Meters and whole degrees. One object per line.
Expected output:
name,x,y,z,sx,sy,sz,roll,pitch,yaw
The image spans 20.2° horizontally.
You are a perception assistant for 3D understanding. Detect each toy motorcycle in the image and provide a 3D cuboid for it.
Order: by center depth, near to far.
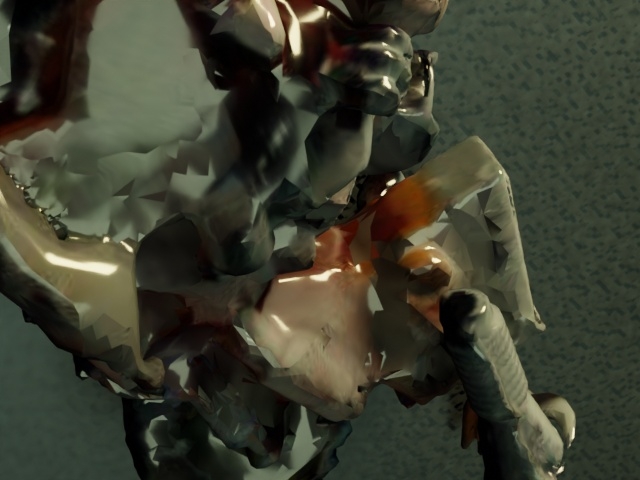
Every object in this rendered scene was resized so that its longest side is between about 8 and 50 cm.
toy motorcycle,0.000,0.000,0.624,0.207,0.134,0.401,-34,123,1
